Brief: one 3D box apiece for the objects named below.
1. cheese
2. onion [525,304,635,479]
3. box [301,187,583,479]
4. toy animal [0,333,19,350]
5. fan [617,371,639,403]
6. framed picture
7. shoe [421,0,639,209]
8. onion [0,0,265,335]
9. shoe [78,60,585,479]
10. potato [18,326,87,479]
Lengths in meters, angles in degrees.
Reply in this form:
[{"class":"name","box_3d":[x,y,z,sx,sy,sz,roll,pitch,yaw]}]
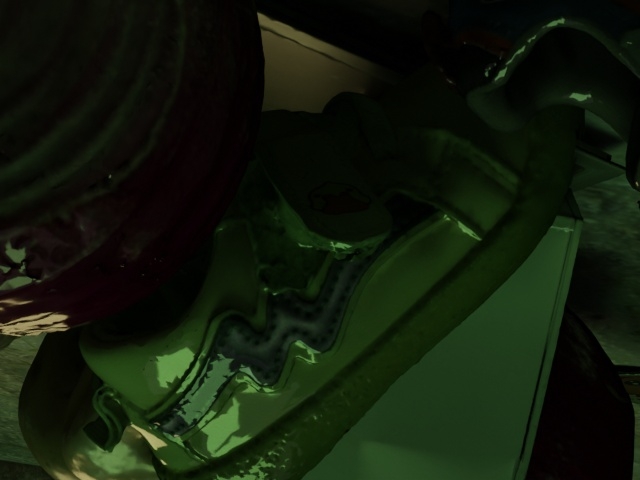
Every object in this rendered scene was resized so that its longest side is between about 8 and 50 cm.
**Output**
[{"class":"cheese","box_3d":[-0.104,0.085,0.968,0.117,0.218,0.235,27,-178,-11]},{"class":"onion","box_3d":[0.121,0.213,0.960,0.385,0.348,0.348,30,159,-12]},{"class":"box","box_3d":[0.054,0.075,0.720,0.129,0.225,0.086,11,-166,3]},{"class":"toy animal","box_3d":[-0.330,0.005,0.890,0.226,0.188,0.358,2,161,11]},{"class":"fan","box_3d":[0.312,0.127,1.167,0.132,0.009,0.220,9,164,0]},{"class":"framed picture","box_3d":[-0.013,-0.068,0.736,0.296,0.019,0.232,20,160,-25]},{"class":"shoe","box_3d":[0.136,-0.073,0.448,0.227,0.126,0.099,9,160,14]},{"class":"onion","box_3d":[-0.147,-0.064,0.492,0.230,0.272,0.256,16,-161,-25]},{"class":"shoe","box_3d":[0.005,0.004,0.566,0.128,0.262,0.140,37,-176,-38]},{"class":"potato","box_3d":[-0.111,0.163,1.195,0.243,0.221,0.326,-17,146,43]}]
